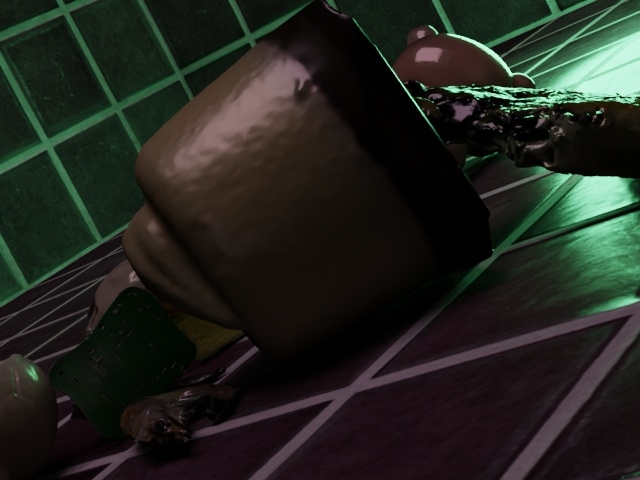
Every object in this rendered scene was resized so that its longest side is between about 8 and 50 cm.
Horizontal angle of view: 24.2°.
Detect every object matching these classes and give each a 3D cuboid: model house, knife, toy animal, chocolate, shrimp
[{"bbox_3d":[-0.233,0.146,1.652,0.088,0.117,0.167,-31,17,51],"label":"model house"},{"bbox_3d":[-0.195,0.173,1.717,0.222,0.021,0.045,-14,16,43],"label":"knife"},{"bbox_3d":[0.160,-0.185,2.156,0.229,0.210,0.221,-61,-13,21],"label":"toy animal"},{"bbox_3d":[-0.037,-0.027,1.525,0.297,0.314,0.326,-40,10,-16],"label":"chocolate"},{"bbox_3d":[-0.134,0.171,1.480,0.126,0.047,0.223,-19,5,-13],"label":"shrimp"}]

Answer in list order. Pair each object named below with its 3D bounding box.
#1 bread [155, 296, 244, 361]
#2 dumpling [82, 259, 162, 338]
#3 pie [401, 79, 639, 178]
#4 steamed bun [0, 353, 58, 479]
[{"bbox_3d":[-0.138,0.034,1.888,0.264,0.167,0.163,-34,9,-34],"label":"bread"},{"bbox_3d":[-0.235,0.089,2.049,0.199,0.136,0.118,-45,34,31],"label":"dumpling"},{"bbox_3d":[0.244,-0.122,1.558,0.296,0.078,0.371,-4,12,-43],"label":"pie"},{"bbox_3d":[-0.372,0.225,1.582,0.177,0.130,0.228,-34,3,43],"label":"steamed bun"}]
